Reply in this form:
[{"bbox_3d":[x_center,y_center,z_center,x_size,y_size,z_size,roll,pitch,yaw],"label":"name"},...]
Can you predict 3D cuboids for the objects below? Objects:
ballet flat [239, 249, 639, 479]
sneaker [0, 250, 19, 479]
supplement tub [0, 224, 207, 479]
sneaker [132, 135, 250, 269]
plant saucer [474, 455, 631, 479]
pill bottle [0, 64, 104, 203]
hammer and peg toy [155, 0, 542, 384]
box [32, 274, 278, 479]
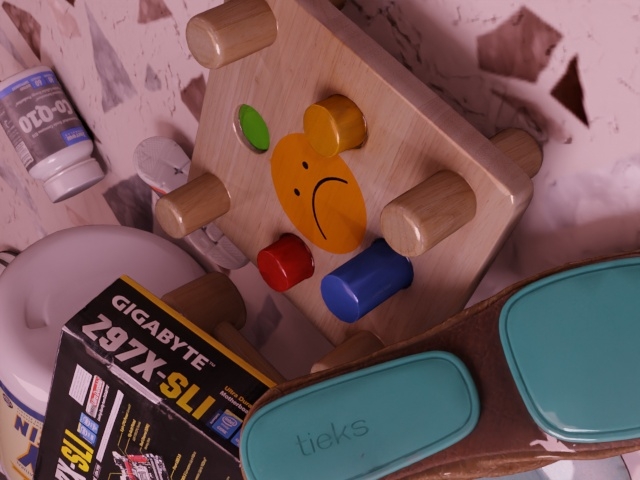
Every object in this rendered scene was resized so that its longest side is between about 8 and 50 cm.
[{"bbox_3d":[0.118,0.096,0.604,0.124,0.342,0.116,37,-148,-66],"label":"ballet flat"},{"bbox_3d":[-0.442,0.200,1.313,0.447,0.257,0.169,49,147,34],"label":"sneaker"},{"bbox_3d":[-0.237,0.166,1.074,0.235,0.235,0.325,44,143,23],"label":"supplement tub"},{"bbox_3d":[-0.114,-0.034,0.939,0.158,0.061,0.065,50,172,15],"label":"sneaker"},{"bbox_3d":[0.149,0.180,0.761,0.195,0.037,0.195,33,139,35],"label":"plant saucer"},{"bbox_3d":[-0.299,-0.115,1.080,0.078,0.078,0.137,-27,94,56],"label":"pill bottle"},{"bbox_3d":[0.000,0.000,0.738,0.266,0.127,0.361,44,143,19],"label":"hammer and peg toy"},{"bbox_3d":[-0.109,0.214,0.804,0.257,0.079,0.322,35,136,11],"label":"box"}]
